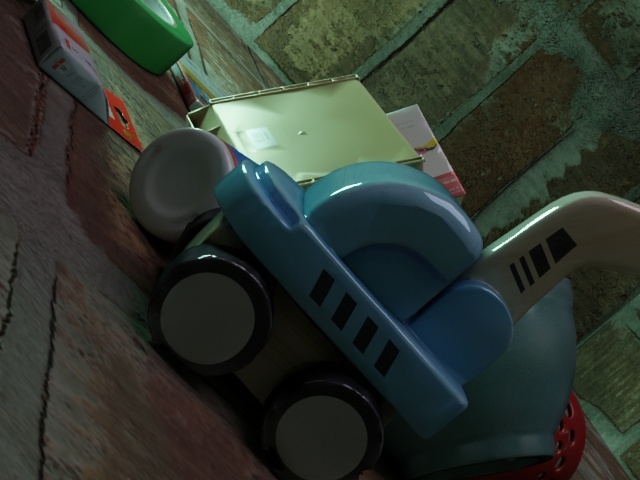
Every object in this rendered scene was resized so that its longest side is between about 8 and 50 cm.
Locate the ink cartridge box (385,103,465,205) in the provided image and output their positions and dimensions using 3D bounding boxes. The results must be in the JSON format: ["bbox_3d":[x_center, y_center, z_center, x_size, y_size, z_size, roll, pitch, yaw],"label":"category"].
[{"bbox_3d":[0.127,-0.109,1.680,0.115,0.067,0.198,100,-32,-62],"label":"ink cartridge box"}]

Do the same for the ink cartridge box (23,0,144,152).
[{"bbox_3d":[-0.279,-0.203,1.453,0.179,0.045,0.145,39,13,-37],"label":"ink cartridge box"}]

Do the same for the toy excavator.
[{"bbox_3d":[0.130,0.037,1.081,0.433,0.445,0.222,47,9,-9],"label":"toy excavator"}]

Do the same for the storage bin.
[{"bbox_3d":[-0.022,-0.094,1.580,0.262,0.260,0.123,-120,-158,-52],"label":"storage bin"}]

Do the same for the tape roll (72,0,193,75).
[{"bbox_3d":[-0.345,-0.414,1.944,0.321,0.077,0.321,47,9,-10],"label":"tape roll"}]

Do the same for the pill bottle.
[{"bbox_3d":[-0.105,-0.035,1.309,0.124,0.124,0.221,52,8,24],"label":"pill bottle"}]

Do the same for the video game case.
[{"bbox_3d":[-0.188,-0.237,2.120,0.204,0.025,0.285,43,10,-34],"label":"video game case"}]

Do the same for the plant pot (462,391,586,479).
[{"bbox_3d":[0.234,0.249,1.576,0.174,0.191,0.191,22,26,-53],"label":"plant pot"}]

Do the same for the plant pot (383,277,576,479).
[{"bbox_3d":[0.166,0.171,1.367,0.293,0.293,0.196,31,46,-64],"label":"plant pot"}]
